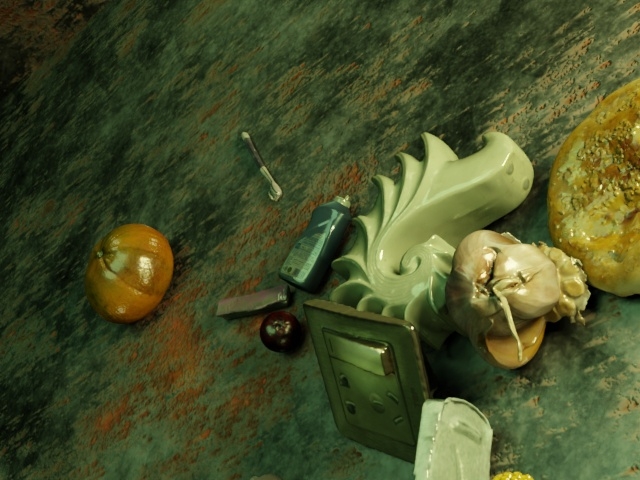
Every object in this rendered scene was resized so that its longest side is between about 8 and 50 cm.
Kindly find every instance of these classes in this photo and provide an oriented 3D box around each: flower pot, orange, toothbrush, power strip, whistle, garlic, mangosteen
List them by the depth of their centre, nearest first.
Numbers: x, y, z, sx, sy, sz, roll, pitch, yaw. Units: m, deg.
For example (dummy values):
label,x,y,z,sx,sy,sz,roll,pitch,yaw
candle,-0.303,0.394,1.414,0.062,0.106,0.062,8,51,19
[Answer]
label,x,y,z,sx,sy,sz,roll,pitch,yaw
whistle,0.143,0.423,1.345,0.188,0.168,0.405,27,85,54
garlic,0.298,0.089,1.400,0.207,0.207,0.257,-53,20,5
power strip,0.098,0.215,1.554,0.092,0.251,0.257,-32,25,-31
flower pot,0.183,-0.011,1.633,0.254,0.164,0.367,11,73,46
mangosteen,-0.075,0.177,1.861,0.081,0.081,0.081,-28,45,32
toothbrush,-0.138,-0.173,2.235,0.026,0.024,0.288,-58,35,22
orange,-0.451,0.074,2.275,0.240,0.171,0.240,-27,47,33

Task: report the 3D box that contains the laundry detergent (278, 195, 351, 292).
label,x,y,z,sx,sy,sz,roll,pitch,yaw
laundry detergent,-0.001,-0.001,1.917,0.096,0.061,0.206,19,77,55

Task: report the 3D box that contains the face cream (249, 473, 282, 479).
label,x,y,z,sx,sy,sz,roll,pitch,yaw
face cream,-0.034,0.461,1.583,0.092,0.092,0.311,-58,35,-3

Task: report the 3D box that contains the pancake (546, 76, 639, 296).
label,x,y,z,sx,sy,sz,roll,pitch,yaw
pancake,0.488,-0.095,1.418,0.387,0.082,0.387,-28,49,37

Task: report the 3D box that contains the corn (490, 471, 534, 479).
label,x,y,z,sx,sy,sz,roll,pitch,yaw
corn,0.210,0.403,1.252,0.106,0.106,0.293,-17,22,41

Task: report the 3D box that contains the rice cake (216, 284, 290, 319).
label,x,y,z,sx,sy,sz,roll,pitch,yaw
rice cake,-0.135,0.127,1.993,0.206,0.036,0.047,-14,63,42
